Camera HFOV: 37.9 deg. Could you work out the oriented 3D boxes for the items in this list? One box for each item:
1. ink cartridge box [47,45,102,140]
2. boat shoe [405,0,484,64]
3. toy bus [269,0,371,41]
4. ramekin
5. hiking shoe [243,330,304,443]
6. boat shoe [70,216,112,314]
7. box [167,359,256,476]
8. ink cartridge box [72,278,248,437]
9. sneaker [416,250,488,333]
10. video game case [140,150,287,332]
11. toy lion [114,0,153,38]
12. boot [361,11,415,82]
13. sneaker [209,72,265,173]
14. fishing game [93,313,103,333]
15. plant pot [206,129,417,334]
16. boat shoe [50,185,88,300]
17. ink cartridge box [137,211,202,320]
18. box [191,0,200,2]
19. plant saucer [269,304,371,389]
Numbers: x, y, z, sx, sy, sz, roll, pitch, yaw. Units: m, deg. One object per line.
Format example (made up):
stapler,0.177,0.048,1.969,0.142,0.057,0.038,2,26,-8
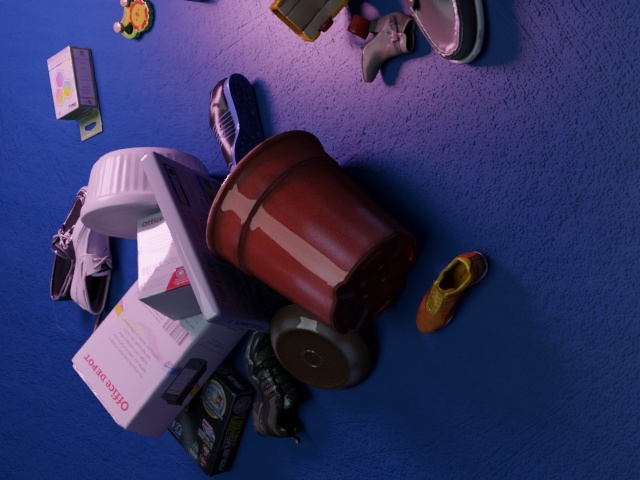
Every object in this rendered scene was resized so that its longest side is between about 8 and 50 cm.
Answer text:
ink cartridge box,-0.596,-0.354,2.260,0.109,0.062,0.209,-14,84,46
boat shoe,0.156,-0.421,1.433,0.117,0.097,0.324,-27,75,45
toy bus,0.005,-0.436,1.582,0.104,0.202,0.191,-137,43,-72
ramekin,-0.343,-0.095,1.886,0.273,0.273,0.127,-17,68,46
hiking shoe,-0.075,0.270,1.771,0.114,0.086,0.226,4,107,40
boat shoe,-0.537,0.055,2.219,0.088,0.096,0.267,33,118,35
box,-0.262,0.331,1.980,0.270,0.060,0.216,39,121,37
ink cartridge box,-0.324,0.208,1.893,0.306,0.131,0.226,-51,55,3
sneaker,0.193,0.081,1.469,0.064,0.067,0.175,51,129,29
video game case,-0.181,0.013,1.701,0.036,0.300,0.329,-32,69,16
toy lion,-0.412,-0.494,2.078,0.096,0.034,0.100,39,121,28
boot,0.113,-0.316,1.531,0.087,0.042,0.118,15,105,43
sneaker,-0.167,-0.204,1.816,0.090,0.081,0.232,-21,72,49
fishing game,-0.489,0.285,2.231,0.264,0.041,0.189,34,115,40
plant pot,0.000,0.000,1.544,0.265,0.272,0.272,38,121,28
boat shoe,-0.606,0.012,2.279,0.108,0.102,0.301,35,118,39
ink cartridge box,-0.262,0.040,1.777,0.128,0.127,0.176,-18,60,20
box,-0.264,-0.617,1.884,0.100,0.060,0.244,37,120,38
plant saucer,-0.008,0.198,1.638,0.199,0.036,0.198,16,132,18
